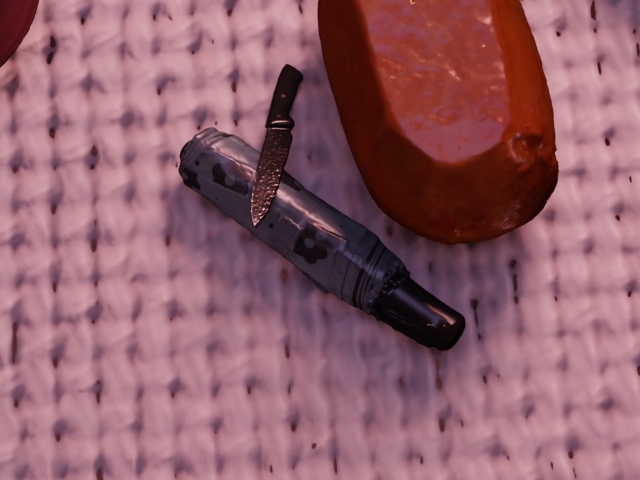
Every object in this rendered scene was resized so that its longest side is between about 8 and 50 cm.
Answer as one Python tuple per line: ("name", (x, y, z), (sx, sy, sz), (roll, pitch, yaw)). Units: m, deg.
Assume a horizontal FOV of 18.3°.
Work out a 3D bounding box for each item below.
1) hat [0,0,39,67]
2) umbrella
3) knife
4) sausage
("hat", (-0.311, -0.186, 1.515), (0.205, 0.089, 0.205), (-2, 69, 4))
("umbrella", (0.001, -0.001, 1.472), (0.250, 0.052, 0.053), (35, 44, 12))
("knife", (-0.033, -0.072, 1.479), (0.023, 0.010, 0.170), (13, 48, 0))
("sausage", (0.082, -0.128, 1.460), (0.153, 0.141, 0.268), (-16, 76, -4))
